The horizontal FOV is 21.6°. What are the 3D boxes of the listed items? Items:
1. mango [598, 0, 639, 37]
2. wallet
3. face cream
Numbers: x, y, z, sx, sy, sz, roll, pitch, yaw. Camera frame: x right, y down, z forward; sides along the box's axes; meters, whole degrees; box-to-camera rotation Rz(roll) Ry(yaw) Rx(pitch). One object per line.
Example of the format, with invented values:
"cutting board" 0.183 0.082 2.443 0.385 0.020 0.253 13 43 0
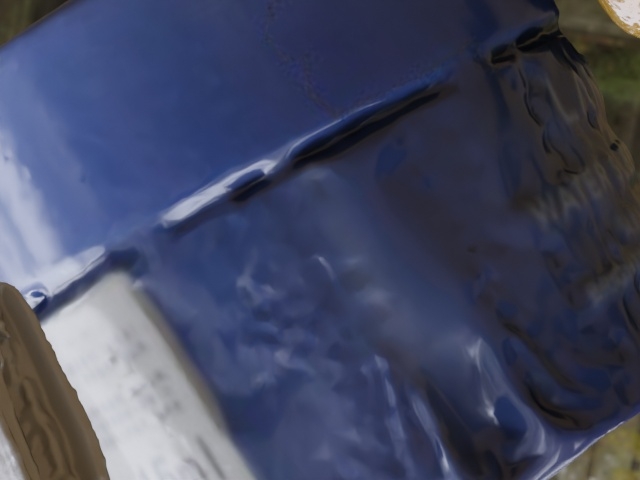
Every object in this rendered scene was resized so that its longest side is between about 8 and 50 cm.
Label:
"mango" 0.186 -0.188 0.773 0.145 0.219 0.112 -2 -142 -33
"wallet" -0.089 0.065 0.387 0.025 0.061 0.122 -5 148 -38
"face cream" 0.000 0.000 0.659 0.249 0.225 0.249 -28 -178 1
